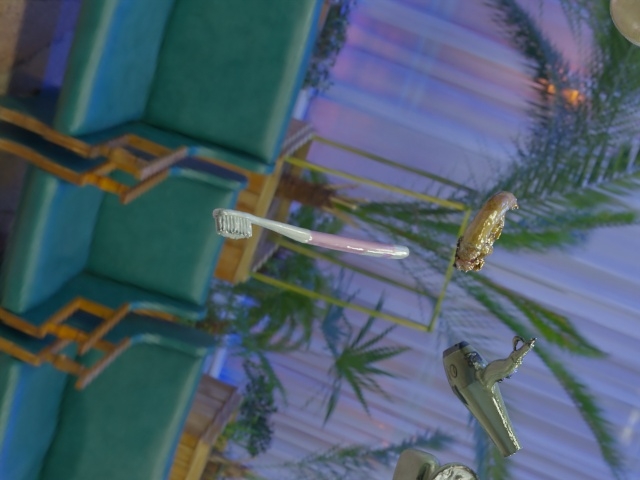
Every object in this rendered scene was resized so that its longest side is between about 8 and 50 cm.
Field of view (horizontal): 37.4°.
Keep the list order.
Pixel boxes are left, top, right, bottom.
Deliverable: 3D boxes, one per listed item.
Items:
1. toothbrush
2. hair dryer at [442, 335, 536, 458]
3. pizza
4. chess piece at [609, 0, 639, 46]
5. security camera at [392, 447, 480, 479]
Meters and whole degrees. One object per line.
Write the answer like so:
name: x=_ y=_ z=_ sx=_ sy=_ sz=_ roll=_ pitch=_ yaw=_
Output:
toothbrush: x=0.000 y=0.000 z=0.967 sx=0.286 sy=0.020 sz=0.025 roll=10 pitch=67 yaw=-47
hair dryer: x=0.251 y=0.207 z=1.253 sx=0.067 sy=0.167 sz=0.199 roll=-24 pitch=-179 yaw=-29
pizza: x=0.221 y=-0.005 z=1.289 sx=0.131 sy=0.041 sz=0.178 roll=-65 pitch=165 yaw=22
chess piece: x=0.509 y=-0.395 z=1.275 sx=0.300 sy=0.167 sz=0.167 roll=-54 pitch=-176 yaw=39
security camera: x=0.096 y=0.212 z=0.831 sx=0.058 sy=0.058 sz=0.092 roll=-68 pitch=-161 yaw=-5
